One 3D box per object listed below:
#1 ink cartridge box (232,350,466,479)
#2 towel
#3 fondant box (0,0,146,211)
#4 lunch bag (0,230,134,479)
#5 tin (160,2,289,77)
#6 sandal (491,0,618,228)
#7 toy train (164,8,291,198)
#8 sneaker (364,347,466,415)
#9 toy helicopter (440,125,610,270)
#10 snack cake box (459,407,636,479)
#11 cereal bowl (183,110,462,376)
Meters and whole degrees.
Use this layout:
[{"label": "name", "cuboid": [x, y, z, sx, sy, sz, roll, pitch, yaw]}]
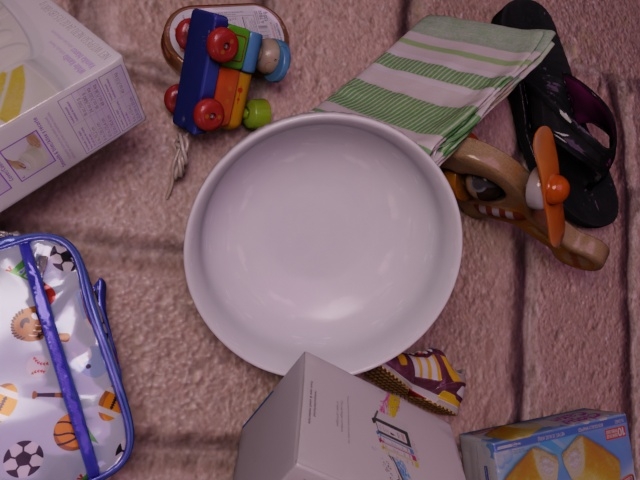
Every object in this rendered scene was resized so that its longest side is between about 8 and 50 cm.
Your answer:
[{"label": "ink cartridge box", "cuboid": [0.033, 0.287, 0.650, 0.232, 0.168, 0.171, 29, 116, -14]}, {"label": "towel", "cuboid": [0.162, -0.241, 0.811, 0.325, 0.248, 0.038, -45, 140, -22]}, {"label": "fondant box", "cuboid": [-0.399, -0.136, 0.575, 0.238, 0.096, 0.330, 39, 67, 22]}, {"label": "lunch bag", "cuboid": [-0.344, 0.141, 0.594, 0.243, 0.115, 0.303, -16, 88, -25]}, {"label": "tin", "cuboid": [-0.137, -0.294, 0.793, 0.189, 0.040, 0.106, -14, 82, -23]}, {"label": "sandal", "cuboid": [0.433, -0.231, 0.963, 0.167, 0.107, 0.446, -21, 89, -23]}, {"label": "toy train", "cuboid": [-0.132, -0.174, 0.749, 0.143, 0.105, 0.248, -2, 115, -42]}, {"label": "sneaker", "cuboid": [0.137, 0.188, 0.802, 0.185, 0.069, 0.084, 35, 61, -19]}, {"label": "toy helicopter", "cuboid": [0.316, -0.053, 0.818, 0.355, 0.235, 0.140, 31, 75, -17]}, {"label": "snack cake box", "cuboid": [0.358, 0.362, 0.839, 0.264, 0.089, 0.152, -3, 81, -22]}, {"label": "cereal bowl", "cuboid": [0.000, 0.000, 0.704, 0.339, 0.141, 0.339, -2, 107, -5]}]
